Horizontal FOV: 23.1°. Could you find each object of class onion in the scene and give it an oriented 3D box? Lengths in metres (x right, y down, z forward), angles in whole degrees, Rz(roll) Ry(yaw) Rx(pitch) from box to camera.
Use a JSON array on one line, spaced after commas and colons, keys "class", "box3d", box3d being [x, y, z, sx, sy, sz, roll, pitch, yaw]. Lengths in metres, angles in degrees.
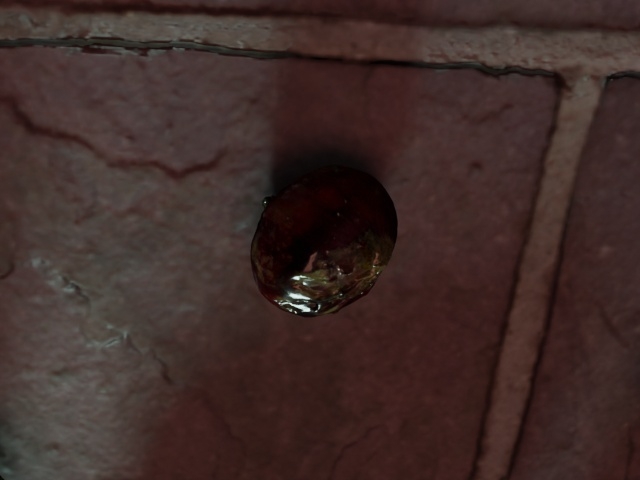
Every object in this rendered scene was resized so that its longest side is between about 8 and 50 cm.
[{"class": "onion", "box3d": [0.000, 0.000, 1.022, 0.107, 0.097, 0.107, -35, 149, -24]}]

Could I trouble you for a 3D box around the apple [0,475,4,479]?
[{"class": "apple", "box3d": [-0.278, 0.230, 1.059, 0.156, 0.196, 0.196, -16, 126, -34]}]
